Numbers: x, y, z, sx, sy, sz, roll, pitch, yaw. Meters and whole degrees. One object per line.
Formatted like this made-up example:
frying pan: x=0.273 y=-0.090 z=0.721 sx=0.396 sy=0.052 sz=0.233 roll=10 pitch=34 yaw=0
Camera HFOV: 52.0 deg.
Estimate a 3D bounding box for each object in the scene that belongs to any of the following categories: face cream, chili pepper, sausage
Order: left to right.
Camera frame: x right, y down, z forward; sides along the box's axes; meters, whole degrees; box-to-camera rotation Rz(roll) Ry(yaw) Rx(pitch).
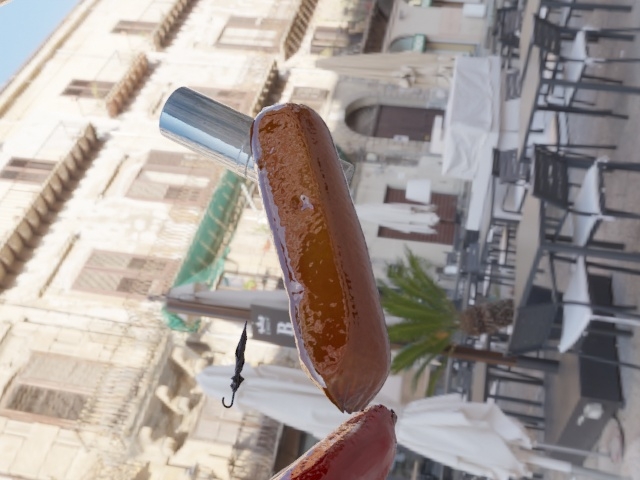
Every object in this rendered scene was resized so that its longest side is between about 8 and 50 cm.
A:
face cream: x=-0.084 y=-0.116 z=0.848 sx=0.077 sy=0.250 sz=0.077 roll=-61 pitch=-9 yaw=-16
chili pepper: x=-0.021 y=0.267 z=0.637 sx=0.388 sy=0.110 sz=0.110 roll=-22 pitch=-59 yaw=-50
sausage: x=0.000 y=0.000 z=0.669 sx=0.097 sy=0.094 sz=0.348 roll=24 pitch=-136 yaw=-55

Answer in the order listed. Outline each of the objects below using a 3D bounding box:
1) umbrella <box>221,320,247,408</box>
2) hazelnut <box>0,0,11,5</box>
umbrella: x=-0.105 y=0.160 z=0.849 sx=0.013 sy=0.022 sz=0.122 roll=-30 pitch=38 yaw=45
hazelnut: x=-0.205 y=-0.189 z=0.257 sx=0.261 sy=0.261 sz=0.241 roll=-41 pitch=-37 yaw=-76
